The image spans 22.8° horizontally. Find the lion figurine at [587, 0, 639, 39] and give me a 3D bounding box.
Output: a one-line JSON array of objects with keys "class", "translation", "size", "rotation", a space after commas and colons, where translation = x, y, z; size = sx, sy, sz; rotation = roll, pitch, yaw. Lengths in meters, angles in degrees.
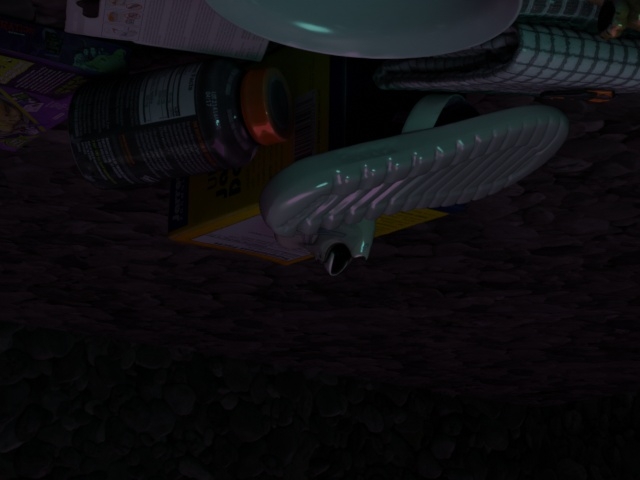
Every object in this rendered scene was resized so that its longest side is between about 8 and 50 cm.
[{"class": "lion figurine", "translation": [0.324, -0.211, 1.338], "size": [0.240, 0.142, 0.392], "rotation": [12, -154, -19]}]

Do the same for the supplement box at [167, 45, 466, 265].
[{"class": "supplement box", "translation": [-0.010, -0.110, 1.947], "size": [0.194, 0.195, 0.356], "rotation": [14, 160, -37]}]

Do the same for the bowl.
[{"class": "bowl", "translation": [0.038, -0.279, 1.421], "size": [0.297, 0.134, 0.298], "rotation": [4, 164, 1]}]

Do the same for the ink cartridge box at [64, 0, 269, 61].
[{"class": "ink cartridge box", "translation": [-0.157, -0.260, 1.696], "size": [0.224, 0.056, 0.181], "rotation": [9, 164, -8]}]

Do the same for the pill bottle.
[{"class": "pill bottle", "translation": [-0.156, -0.138, 1.825], "size": [0.245, 0.130, 0.130], "rotation": [-8, 162, 21]}]

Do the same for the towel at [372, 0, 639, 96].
[{"class": "towel", "translation": [0.219, -0.213, 1.621], "size": [0.235, 0.121, 0.283], "rotation": [1, -177, -28]}]

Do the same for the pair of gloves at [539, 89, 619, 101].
[{"class": "pair of gloves", "translation": [0.261, -0.145, 1.593], "size": [0.074, 0.010, 0.083], "rotation": [2, -178, 15]}]

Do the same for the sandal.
[{"class": "sandal", "translation": [0.108, -0.106, 1.719], "size": [0.416, 0.102, 0.169], "rotation": [-13, 158, -37]}]

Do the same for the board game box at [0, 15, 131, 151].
[{"class": "board game box", "translation": [-0.404, -0.191, 1.967], "size": [0.208, 0.056, 0.347], "rotation": [16, 160, -31]}]

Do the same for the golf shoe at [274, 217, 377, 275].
[{"class": "golf shoe", "translation": [0.000, 0.000, 1.819], "size": [0.069, 0.086, 0.176], "rotation": [10, 163, -31]}]
